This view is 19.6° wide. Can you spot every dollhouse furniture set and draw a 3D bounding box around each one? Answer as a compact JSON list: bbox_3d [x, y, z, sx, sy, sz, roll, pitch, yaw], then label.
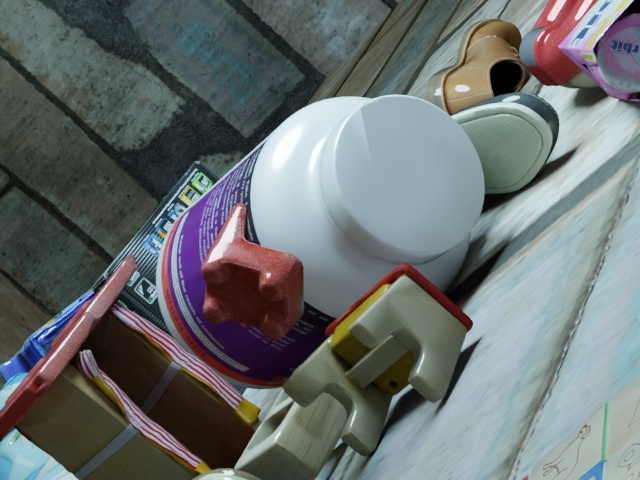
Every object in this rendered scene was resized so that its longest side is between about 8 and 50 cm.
[{"bbox_3d":[-0.063,0.082,1.353,0.374,0.201,0.152,-43,10,44],"label":"dollhouse furniture set"}]

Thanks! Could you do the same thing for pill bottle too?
[{"bbox_3d":[0.000,0.000,1.474,0.181,0.181,0.323,-53,9,-29],"label":"pill bottle"}]

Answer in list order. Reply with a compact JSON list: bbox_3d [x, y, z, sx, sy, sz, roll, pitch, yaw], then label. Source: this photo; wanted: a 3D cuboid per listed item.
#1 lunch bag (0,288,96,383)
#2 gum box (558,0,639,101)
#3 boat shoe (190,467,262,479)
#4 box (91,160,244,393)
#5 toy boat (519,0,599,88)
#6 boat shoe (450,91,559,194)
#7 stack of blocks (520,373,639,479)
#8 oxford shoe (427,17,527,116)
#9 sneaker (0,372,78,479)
[{"bbox_3d":[-0.216,0.094,2.035,0.293,0.138,0.221,-26,-1,-20],"label":"lunch bag"},{"bbox_3d":[0.259,-0.182,1.344,0.188,0.062,0.107,-49,7,2],"label":"gum box"},{"bbox_3d":[-0.090,0.233,1.327,0.190,0.068,0.072,-56,13,47],"label":"boat shoe"},{"bbox_3d":[-0.112,0.041,1.902,0.191,0.184,0.045,-54,7,-38],"label":"box"},{"bbox_3d":[0.212,-0.243,1.480,0.231,0.151,0.151,-60,8,0],"label":"toy boat"},{"bbox_3d":[0.131,-0.080,1.491,0.079,0.084,0.233,-52,5,-21],"label":"boat shoe"},{"bbox_3d":[0.079,0.169,0.542,0.171,0.087,0.297,-45,8,26],"label":"stack of blocks"},{"bbox_3d":[0.173,-0.165,1.815,0.076,0.076,0.212,-10,23,26],"label":"oxford shoe"},{"bbox_3d":[-0.256,0.201,1.829,0.319,0.127,0.208,-40,50,46],"label":"sneaker"}]
